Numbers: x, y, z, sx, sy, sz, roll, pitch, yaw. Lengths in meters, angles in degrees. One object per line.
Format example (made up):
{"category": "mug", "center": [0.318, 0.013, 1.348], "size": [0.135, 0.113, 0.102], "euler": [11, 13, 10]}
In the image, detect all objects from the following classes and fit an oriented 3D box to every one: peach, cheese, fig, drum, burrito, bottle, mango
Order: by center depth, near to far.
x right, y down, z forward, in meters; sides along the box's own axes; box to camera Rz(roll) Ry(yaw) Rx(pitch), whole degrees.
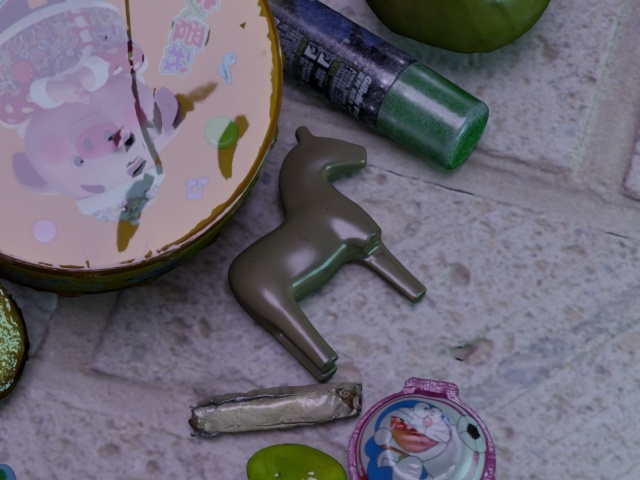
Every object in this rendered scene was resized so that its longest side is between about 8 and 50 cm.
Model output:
{"category": "cheese", "center": [0.098, 0.251, 1.782], "size": [0.155, 0.062, 0.244], "euler": [9, 64, 4]}
{"category": "mango", "center": [-0.024, 0.243, 1.792], "size": [0.108, 0.056, 0.073], "euler": [16, 58, 13]}
{"category": "peach", "center": [-0.380, 0.094, 1.828], "size": [0.092, 0.172, 0.127], "euler": [7, 30, 46]}
{"category": "burrito", "center": [-0.046, 0.175, 1.840], "size": [0.185, 0.041, 0.045], "euler": [-5, 104, -2]}
{"category": "drum", "center": [-0.247, -0.157, 1.842], "size": [0.431, 0.214, 0.431], "euler": [1, 84, -7]}
{"category": "fig", "center": [0.148, -0.341, 1.975], "size": [0.239, 0.271, 0.239], "euler": [-7, 60, 13]}
{"category": "bottle", "center": [0.034, -0.197, 2.001], "size": [0.330, 0.093, 0.093], "euler": [33, 68, 17]}

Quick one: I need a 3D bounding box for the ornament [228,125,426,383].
{"category": "ornament", "center": [0.000, 0.000, 1.916], "size": [0.230, 0.061, 0.245], "euler": [-38, 69, -19]}

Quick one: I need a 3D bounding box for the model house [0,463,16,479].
{"category": "model house", "center": [-0.453, 0.307, 1.675], "size": [0.357, 0.242, 0.313], "euler": [-21, 61, -8]}
